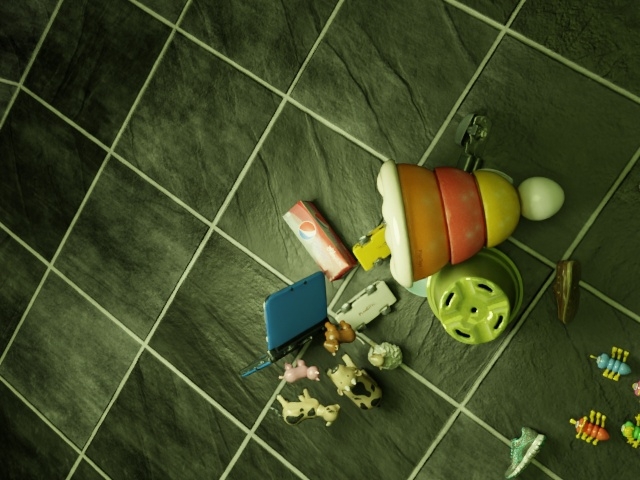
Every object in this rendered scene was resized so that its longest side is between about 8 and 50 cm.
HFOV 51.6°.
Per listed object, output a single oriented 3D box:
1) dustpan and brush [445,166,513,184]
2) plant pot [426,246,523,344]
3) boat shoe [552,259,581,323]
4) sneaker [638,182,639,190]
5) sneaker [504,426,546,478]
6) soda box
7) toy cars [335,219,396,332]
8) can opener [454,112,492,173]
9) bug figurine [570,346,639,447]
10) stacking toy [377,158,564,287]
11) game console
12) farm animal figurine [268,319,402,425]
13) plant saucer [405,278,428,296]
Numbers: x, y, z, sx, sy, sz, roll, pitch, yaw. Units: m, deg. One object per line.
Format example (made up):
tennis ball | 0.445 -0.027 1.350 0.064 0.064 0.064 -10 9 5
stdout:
dustpan and brush | 0.437 -0.158 1.891 0.147 0.211 0.060 -60 37 10
plant pot | 0.420 0.164 1.812 0.276 0.254 0.276 2 100 13
boat shoe | 0.683 0.141 1.849 0.060 0.064 0.178 5 91 50
sneaker | 0.937 -0.192 1.753 0.192 0.064 0.086 -17 77 19
sneaker | 0.571 0.604 1.894 0.076 0.065 0.166 39 100 32
soda box | 0.000 0.000 2.074 0.083 0.092 0.263 -41 77 18
toy cars | 0.155 0.101 2.018 0.176 0.087 0.394 12 97 -17
can opener | 0.422 -0.233 1.945 0.095 0.076 0.284 28 101 50
bug figurine | 0.813 0.442 1.790 0.216 0.072 0.279 17 95 19
stacking toy | 0.406 -0.073 1.771 0.479 0.350 0.351 -8 87 4
game console | -0.113 0.247 1.976 0.250 0.293 0.173 -32 84 38
farm animal figurine | 0.060 0.421 1.933 0.330 0.326 0.172 -59 32 10
plant saucer | 0.320 0.071 1.973 0.194 0.037 0.195 2 103 10
